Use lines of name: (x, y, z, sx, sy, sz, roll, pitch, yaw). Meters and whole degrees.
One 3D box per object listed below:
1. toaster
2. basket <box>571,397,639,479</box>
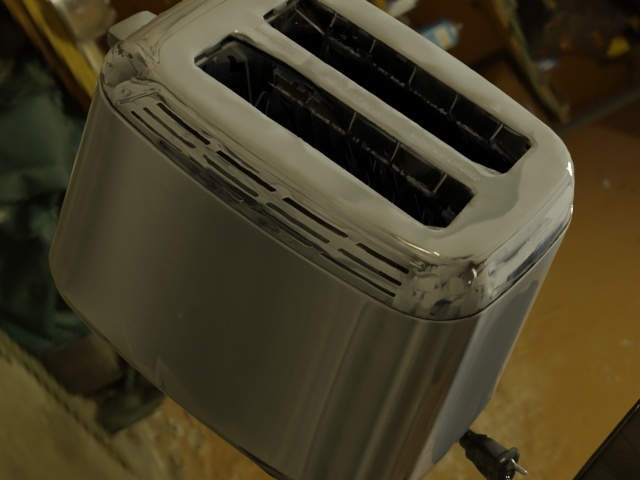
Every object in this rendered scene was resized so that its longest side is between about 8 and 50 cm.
toaster: (0.000, 0.000, 0.511, 0.227, 0.129, 0.146, 37, -40, 17)
basket: (0.262, 0.207, 0.818, 0.227, 0.154, 0.204, 40, -12, 14)
